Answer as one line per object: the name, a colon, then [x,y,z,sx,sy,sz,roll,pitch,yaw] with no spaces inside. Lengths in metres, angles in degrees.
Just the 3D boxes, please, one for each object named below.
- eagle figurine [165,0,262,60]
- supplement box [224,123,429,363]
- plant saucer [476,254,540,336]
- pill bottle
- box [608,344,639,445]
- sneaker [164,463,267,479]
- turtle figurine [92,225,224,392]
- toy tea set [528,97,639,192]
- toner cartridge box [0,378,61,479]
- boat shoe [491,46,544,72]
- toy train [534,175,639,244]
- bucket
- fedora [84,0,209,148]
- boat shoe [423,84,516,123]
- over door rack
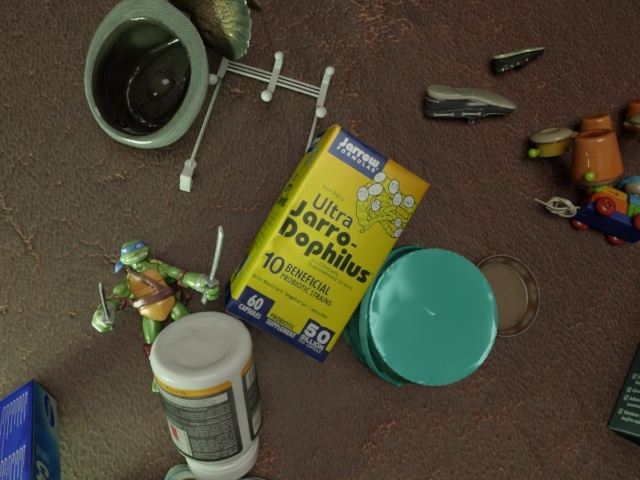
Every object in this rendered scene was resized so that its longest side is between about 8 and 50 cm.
eagle figurine: [-0.225,-0.467,1.030,0.226,0.225,0.298,2,38,-3]
supplement box: [0.000,0.000,1.014,0.194,0.195,0.356,31,90,-12]
plant saucer: [0.374,0.115,1.171,0.168,0.029,0.168,3,79,-14]
pill bottle: [-0.181,0.271,0.953,0.162,0.162,0.278,-8,124,-9]
box: [0.796,0.252,1.083,0.212,0.293,0.395,28,80,-4]
sneaker: [-0.173,0.469,1.020,0.228,0.092,0.087,13,79,-7]
turtle figurine: [-0.274,0.133,0.983,0.198,0.274,0.266,-36,113,-42]
toy tea set: [0.623,-0.199,1.196,0.336,0.200,0.124,-19,111,-11]
toner cartridge box: [-0.493,0.373,0.868,0.165,0.348,0.075,-33,120,-11]
boat shoe: [0.440,-0.404,1.256,0.133,0.049,0.042,-19,113,-17]
toy train: [0.587,-0.101,1.209,0.248,0.105,0.143,22,68,-3]
bucket: [0.180,0.140,1.063,0.281,0.183,0.281,1,83,-10]
fedora: [-0.310,-0.309,1.070,0.243,0.124,0.275,33,109,3]
boat shoe: [0.320,-0.289,1.224,0.206,0.075,0.065,4,124,-13]
over door rack: [-0.119,-0.230,1.120,0.239,0.108,0.324,15,80,-5]
